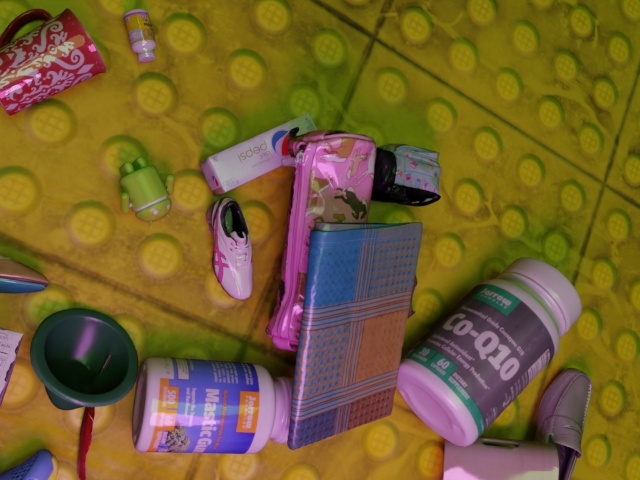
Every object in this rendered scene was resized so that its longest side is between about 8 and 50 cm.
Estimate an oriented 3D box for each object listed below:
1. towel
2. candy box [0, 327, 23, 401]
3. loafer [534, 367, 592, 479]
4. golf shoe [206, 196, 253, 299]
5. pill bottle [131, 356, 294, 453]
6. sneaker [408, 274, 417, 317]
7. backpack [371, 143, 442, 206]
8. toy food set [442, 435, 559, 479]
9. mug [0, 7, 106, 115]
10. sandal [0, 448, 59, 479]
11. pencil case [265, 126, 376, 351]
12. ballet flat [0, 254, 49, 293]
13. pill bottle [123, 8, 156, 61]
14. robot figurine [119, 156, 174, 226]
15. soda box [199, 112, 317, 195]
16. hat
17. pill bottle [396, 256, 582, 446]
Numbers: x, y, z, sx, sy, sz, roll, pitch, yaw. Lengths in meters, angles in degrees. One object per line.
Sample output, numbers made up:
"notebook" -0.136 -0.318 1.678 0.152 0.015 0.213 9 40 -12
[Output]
"towel" 0.059 0.147 1.119 0.271 0.040 0.370 -1 103 -46
"candy box" -0.492 0.239 0.930 0.070 0.165 0.196 19 50 -19
"loafer" 0.512 0.425 1.400 0.112 0.111 0.319 29 76 -18
"golf shoe" -0.156 0.016 1.168 0.067 0.086 0.186 -14 93 -24
"pill bottle" -0.166 0.279 1.107 0.272 0.152 0.152 8 83 -21
"sneaker" 0.155 0.064 1.315 0.071 0.066 0.188 1 91 -39
"backpack" 0.155 -0.127 1.279 0.182 0.152 0.115 5 93 -34
"toy food set" 0.346 0.549 1.313 0.220 0.092 0.306 4 82 9
"mug" -0.459 -0.288 1.070 0.169 0.150 0.113 -36 136 -17
"sandal" -0.538 0.409 0.963 0.317 0.126 0.138 -35 96 -22
"pencil case" 0.000 0.000 1.156 0.167 0.160 0.386 4 99 -12
"ballet flat" -0.541 0.042 1.012 0.232 0.080 0.073 1 71 -24
"pill bottle" -0.312 -0.356 1.152 0.043 0.043 0.083 -15 92 -23
"robot figurine" -0.297 -0.082 1.125 0.101 0.067 0.115 -29 98 -34
"soda box" -0.106 -0.157 1.206 0.216 0.074 0.069 -28 98 -22
"hat" -0.413 0.245 1.077 0.173 0.183 0.208 23 36 -26
"pill bottle" 0.331 0.206 1.293 0.361 0.204 0.204 -39 101 -21
